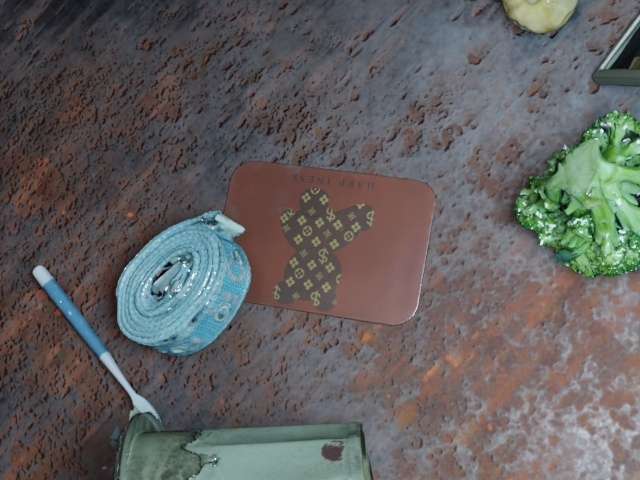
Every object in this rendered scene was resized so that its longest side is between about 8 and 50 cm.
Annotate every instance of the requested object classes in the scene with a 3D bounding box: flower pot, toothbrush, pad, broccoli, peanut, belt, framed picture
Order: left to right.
[{"bbox_3d":[-0.283,0.130,1.358,0.019,0.025,0.276,-42,67,-1],"label":"toothbrush"},{"bbox_3d":[-0.163,0.060,1.300,0.163,0.082,0.148,-20,65,23],"label":"belt"},{"bbox_3d":[-0.068,0.297,1.138,0.259,0.290,0.290,-10,75,4],"label":"flower pot"},{"bbox_3d":[0.000,0.000,1.305,0.267,0.004,0.181,7,80,19],"label":"pad"},{"bbox_3d":[0.256,-0.369,1.252,0.101,0.117,0.263,4,76,-2],"label":"peanut"},{"bbox_3d":[0.306,-0.049,1.146,0.195,0.156,0.195,-29,49,39],"label":"broccoli"},{"bbox_3d":[0.410,-0.273,1.151,0.018,0.192,0.265,36,90,-13],"label":"framed picture"}]

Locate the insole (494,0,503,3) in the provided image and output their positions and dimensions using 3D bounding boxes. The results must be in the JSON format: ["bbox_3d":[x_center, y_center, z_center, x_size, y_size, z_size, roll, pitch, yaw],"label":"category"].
[{"bbox_3d":[0.200,-0.345,1.320,0.045,0.002,0.135,-33,70,10],"label":"insole"}]
